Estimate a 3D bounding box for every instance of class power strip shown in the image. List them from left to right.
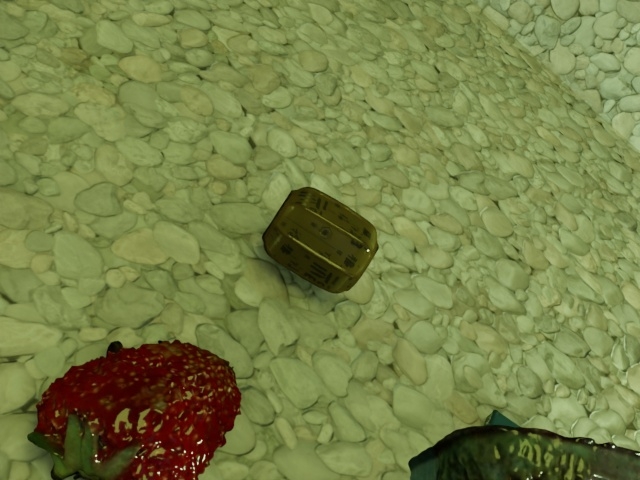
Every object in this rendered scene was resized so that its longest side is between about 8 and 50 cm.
[{"bbox_3d":[0.343,0.357,1.346,0.123,0.032,0.056,35,40,-1],"label":"power strip"}]

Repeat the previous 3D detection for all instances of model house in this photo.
[{"bbox_3d":[0.296,0.472,1.028,0.360,0.297,0.339,20,55,-19],"label":"model house"}]

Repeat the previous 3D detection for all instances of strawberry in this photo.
[{"bbox_3d":[-0.221,0.209,1.022,0.233,0.137,0.306,37,42,2],"label":"strawberry"}]

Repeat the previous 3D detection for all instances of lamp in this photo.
[{"bbox_3d":[0.000,0.000,1.353,0.185,0.161,0.161,33,41,-4],"label":"lamp"}]
